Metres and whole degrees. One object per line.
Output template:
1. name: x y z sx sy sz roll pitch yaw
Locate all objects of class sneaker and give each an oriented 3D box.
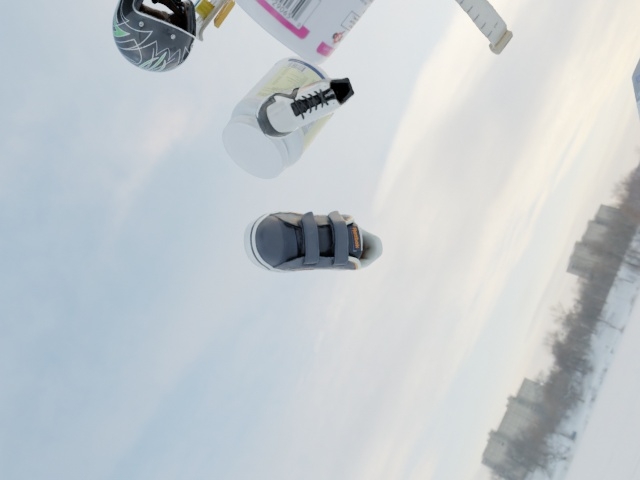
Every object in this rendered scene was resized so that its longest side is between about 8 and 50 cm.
1. sneaker: 0.000 0.000 1.038 0.321 0.127 0.126 4 -103 -50
2. sneaker: -0.013 -0.125 0.470 0.109 0.043 0.040 -37 -72 -37

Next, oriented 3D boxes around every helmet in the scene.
1. helmet: -0.329 -0.415 1.033 0.169 0.169 0.162 19 -115 -59

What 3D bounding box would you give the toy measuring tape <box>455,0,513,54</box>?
1. toy measuring tape: 0.159 -0.411 0.805 0.330 0.121 0.121 38 -106 -20

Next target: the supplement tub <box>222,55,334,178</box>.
1. supplement tub: -0.117 -0.360 1.532 0.325 0.235 0.235 -57 -31 -32

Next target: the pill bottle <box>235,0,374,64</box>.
1. pill bottle: 0.030 -0.362 0.592 0.283 0.160 0.160 -46 -24 21

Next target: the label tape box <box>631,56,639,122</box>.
1. label tape box: 0.859 -0.358 1.176 0.106 0.240 0.334 18 -116 -80

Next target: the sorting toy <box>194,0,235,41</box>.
1. sorting toy: -0.245 -0.555 1.190 0.047 0.348 0.196 32 -81 -29
